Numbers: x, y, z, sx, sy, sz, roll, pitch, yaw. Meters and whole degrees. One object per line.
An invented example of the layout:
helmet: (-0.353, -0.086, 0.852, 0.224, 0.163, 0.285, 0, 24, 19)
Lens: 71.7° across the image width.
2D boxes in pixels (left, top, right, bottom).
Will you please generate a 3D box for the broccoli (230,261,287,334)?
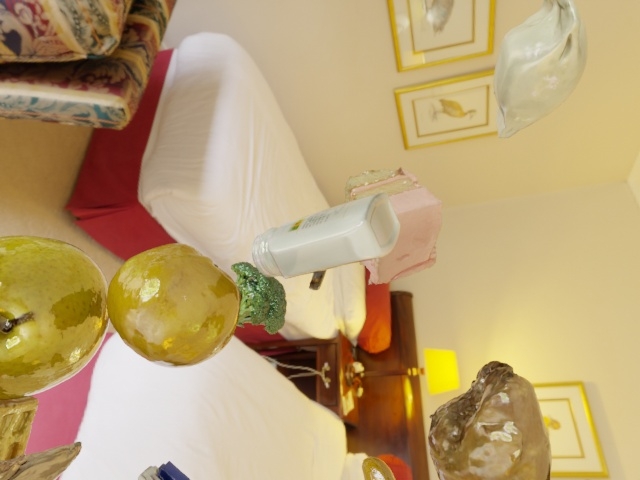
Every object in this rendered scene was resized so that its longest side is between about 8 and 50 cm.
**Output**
broccoli: (-0.234, 0.218, 1.430, 0.254, 0.269, 0.269, 53, -12, 47)

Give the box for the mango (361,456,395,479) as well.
mango: (0.138, 0.574, 1.054, 0.060, 0.080, 0.114, 34, 18, -47)

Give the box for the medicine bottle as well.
medicine bottle: (0.000, 0.000, 0.974, 0.124, 0.324, 0.179, 65, 34, -17)

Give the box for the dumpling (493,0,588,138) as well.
dumpling: (0.361, -0.302, 0.756, 0.252, 0.131, 0.179, 93, 1, -53)

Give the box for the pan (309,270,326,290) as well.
pan: (0.009, 0.036, 1.198, 0.115, 0.040, 0.212, -59, 161, -73)

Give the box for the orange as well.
orange: (-0.301, 0.131, 0.943, 0.279, 0.235, 0.279, 42, 1, -1)

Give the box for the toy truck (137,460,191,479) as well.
toy truck: (-0.350, 0.645, 1.081, 0.161, 0.213, 0.177, -36, 153, -53)

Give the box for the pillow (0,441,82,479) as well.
pillow: (-0.573, 0.440, 0.790, 0.067, 0.173, 0.270, 45, -10, 18)

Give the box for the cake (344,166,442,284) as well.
cake: (0.250, -0.064, 1.580, 0.307, 0.293, 0.314, -121, -162, -56)

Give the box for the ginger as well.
ginger: (0.342, 0.398, 0.850, 0.223, 0.269, 0.200, 45, 21, 6)

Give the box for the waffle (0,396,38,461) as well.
waffle: (-0.730, 0.431, 0.950, 0.274, 0.057, 0.168, 69, 33, -76)

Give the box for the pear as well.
pear: (-0.663, 0.164, 0.988, 0.418, 0.362, 0.362, -178, -102, -69)
